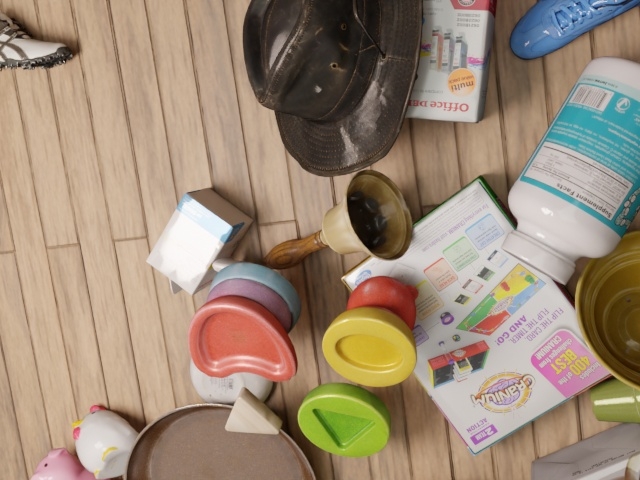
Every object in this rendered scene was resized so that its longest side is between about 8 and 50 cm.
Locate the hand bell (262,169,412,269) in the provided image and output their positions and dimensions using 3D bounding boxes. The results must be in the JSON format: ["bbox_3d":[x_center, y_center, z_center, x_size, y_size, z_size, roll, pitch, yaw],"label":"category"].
[{"bbox_3d":[0.000,0.000,1.089,0.242,0.126,0.126,-23,93,44],"label":"hand bell"}]

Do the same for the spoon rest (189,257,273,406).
[{"bbox_3d":[-0.132,0.146,1.179,0.137,0.084,0.276,13,116,10],"label":"spoon rest"}]

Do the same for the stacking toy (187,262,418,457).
[{"bbox_3d":[-0.014,0.155,1.079,0.309,0.130,0.279,8,129,12],"label":"stacking toy"}]

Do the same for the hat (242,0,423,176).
[{"bbox_3d":[-0.017,-0.245,0.970,0.331,0.134,0.331,6,98,48],"label":"hat"}]

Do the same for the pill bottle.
[{"bbox_3d":[0.331,-0.080,0.948,0.146,0.146,0.264,31,95,8],"label":"pill bottle"}]

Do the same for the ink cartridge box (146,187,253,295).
[{"bbox_3d":[-0.185,0.007,1.152,0.090,0.092,0.143,36,106,7],"label":"ink cartridge box"}]

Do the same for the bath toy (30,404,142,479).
[{"bbox_3d":[-0.424,0.412,1.276,0.348,0.151,0.129,-54,48,16],"label":"bath toy"}]

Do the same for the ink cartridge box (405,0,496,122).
[{"bbox_3d":[0.155,-0.243,1.000,0.128,0.127,0.176,6,102,14],"label":"ink cartridge box"}]

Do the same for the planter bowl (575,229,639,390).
[{"bbox_3d":[0.428,0.101,0.987,0.217,0.090,0.217,-1,69,4],"label":"planter bowl"}]

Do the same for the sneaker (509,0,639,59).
[{"bbox_3d":[0.334,-0.298,0.968,0.209,0.082,0.069,-27,94,19],"label":"sneaker"}]

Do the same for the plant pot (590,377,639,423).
[{"bbox_3d":[0.412,0.215,1.043,0.079,0.083,0.083,-13,96,30],"label":"plant pot"}]

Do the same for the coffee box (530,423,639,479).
[{"bbox_3d":[0.433,0.419,1.043,0.168,0.119,0.297,-30,90,18],"label":"coffee box"}]

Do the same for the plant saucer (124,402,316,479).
[{"bbox_3d":[-0.153,0.386,1.213,0.311,0.050,0.310,2,108,7],"label":"plant saucer"}]

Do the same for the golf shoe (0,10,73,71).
[{"bbox_3d":[-0.478,-0.309,1.186,0.198,0.077,0.093,2,100,14],"label":"golf shoe"}]

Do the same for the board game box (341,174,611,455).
[{"bbox_3d":[0.219,0.106,1.076,0.242,0.064,0.316,-36,89,18],"label":"board game box"}]
